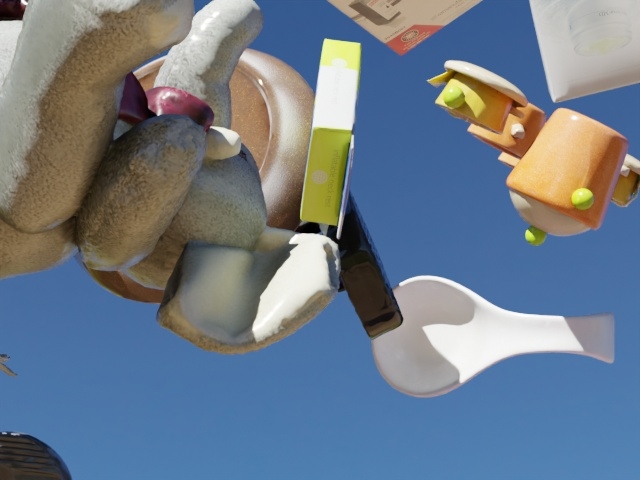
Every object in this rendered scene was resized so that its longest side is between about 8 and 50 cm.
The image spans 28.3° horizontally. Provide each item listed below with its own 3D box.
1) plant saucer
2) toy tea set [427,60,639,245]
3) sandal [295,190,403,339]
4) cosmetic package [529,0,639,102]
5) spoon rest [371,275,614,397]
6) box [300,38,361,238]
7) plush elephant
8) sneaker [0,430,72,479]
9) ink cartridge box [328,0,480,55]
[{"bbox_3d":[-0.146,-0.085,1.329,0.311,0.310,0.050,-11,-31,18],"label":"plant saucer"},{"bbox_3d":[0.216,-0.063,1.267,0.200,0.124,0.336,29,4,24],"label":"toy tea set"},{"bbox_3d":[-0.001,-0.002,1.408,0.107,0.167,0.446,-24,11,2],"label":"sandal"},{"bbox_3d":[0.400,-0.325,1.721,0.224,0.224,0.138,-13,13,11],"label":"cosmetic package"},{"bbox_3d":[0.178,0.104,1.398,0.276,0.137,0.084,-4,-10,28],"label":"spoon rest"},{"bbox_3d":[0.011,-0.097,1.191,0.042,0.178,0.109,7,-52,0],"label":"box"},{"bbox_3d":[-0.122,-0.056,0.770,0.272,0.329,0.255,26,24,37],"label":"plush elephant"},{"bbox_3d":[-0.217,0.268,0.838,0.112,0.318,0.131,15,7,9],"label":"sneaker"},{"bbox_3d":[0.097,-0.347,1.616,0.159,0.092,0.218,-33,-32,22],"label":"ink cartridge box"}]
